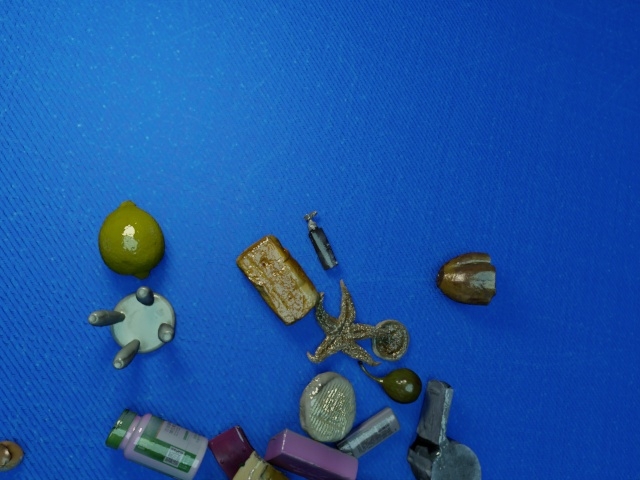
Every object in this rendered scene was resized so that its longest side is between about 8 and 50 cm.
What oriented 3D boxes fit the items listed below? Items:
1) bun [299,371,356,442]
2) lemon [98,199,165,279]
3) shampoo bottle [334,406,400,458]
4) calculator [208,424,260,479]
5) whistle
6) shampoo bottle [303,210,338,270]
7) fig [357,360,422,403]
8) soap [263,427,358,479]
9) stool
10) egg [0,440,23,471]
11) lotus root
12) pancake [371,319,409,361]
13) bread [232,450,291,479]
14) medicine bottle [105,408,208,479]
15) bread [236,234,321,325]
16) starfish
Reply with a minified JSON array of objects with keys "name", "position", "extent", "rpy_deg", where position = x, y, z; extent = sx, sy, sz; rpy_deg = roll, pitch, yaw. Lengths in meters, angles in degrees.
[{"name":"bun","position":[0.019,0.539,1.352],"extent":[0.220,0.134,0.221],"rpy_deg":[6,80,-36]},{"name":"lemon","position":[-0.571,-0.002,1.245],"extent":[0.183,0.184,0.249],"rpy_deg":[-13,88,-14]},{"name":"shampoo bottle","position":[0.163,0.670,1.413],"extent":[0.227,0.056,0.086],"rpy_deg":[-28,93,-14]},{"name":"calculator","position":[-0.262,0.689,1.304],"extent":[0.126,0.034,0.191],"rpy_deg":[-32,93,5]},{"name":"whistle","position":[0.401,0.699,1.412],"extent":[0.188,0.168,0.405],"rpy_deg":[-13,83,-15]},{"name":"shampoo bottle","position":[-0.001,0.000,1.441],"extent":[0.063,0.057,0.208],"rpy_deg":[-24,91,-14]},{"name":"fig","position":[0.235,0.484,1.430],"extent":[0.236,0.124,0.124],"rpy_deg":[20,80,4]},{"name":"soap","position":[-0.034,0.692,1.298],"extent":[0.259,0.181,0.081],"rpy_deg":[27,48,-11]},{"name":"stool","position":[-0.537,0.251,1.219],"extent":[0.195,0.198,0.195],"rpy_deg":[-29,93,-15]},{"name":"egg","position":[-0.890,0.608,1.165],"extent":[0.071,0.071,0.083],"rpy_deg":[-37,75,-14]},{"name":"lotus root","position":[0.519,0.129,1.494],"extent":[0.179,0.188,0.199],"rpy_deg":[11,84,2]},{"name":"pancake","position":[0.253,0.360,1.481],"extent":[0.151,0.025,0.152],"rpy_deg":[2,83,-14]},{"name":"bread","position":[-0.191,0.774,1.200],"extent":[0.239,0.110,0.246],"rpy_deg":[-56,137,-26]},{"name":"medicine bottle","position":[-0.486,0.607,1.227],"extent":[0.274,0.133,0.134],"rpy_deg":[27,79,-10]},{"name":"bread","position":[-0.134,0.128,1.359],"extent":[0.166,0.132,0.294],"rpy_deg":[-39,95,-13]},{"name":"starfish","position":[0.096,0.313,1.431],"extent":[0.302,0.060,0.299],"rpy_deg":[27,73,-3]}]
